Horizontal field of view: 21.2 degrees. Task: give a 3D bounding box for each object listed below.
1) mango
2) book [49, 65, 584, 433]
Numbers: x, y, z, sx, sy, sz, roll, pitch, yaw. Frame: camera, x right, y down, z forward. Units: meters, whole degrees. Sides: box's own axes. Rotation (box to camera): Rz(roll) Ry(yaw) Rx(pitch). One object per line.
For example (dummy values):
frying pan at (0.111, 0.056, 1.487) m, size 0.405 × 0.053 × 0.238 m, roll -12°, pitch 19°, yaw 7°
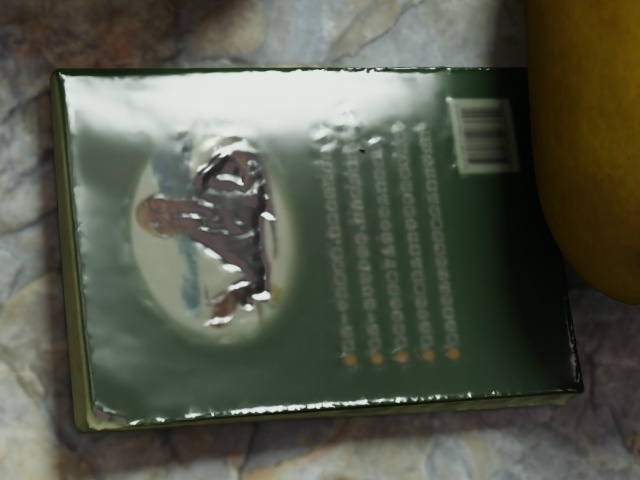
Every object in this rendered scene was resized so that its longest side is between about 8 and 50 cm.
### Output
mango at (0.272, -0.172, 1.213) m, size 0.232 × 0.300 × 0.446 m, roll 24°, pitch 76°, yaw -36°
book at (0.000, 0.000, 1.222) m, size 0.371 × 0.043 × 0.260 m, roll -1°, pitch 75°, yaw -18°
